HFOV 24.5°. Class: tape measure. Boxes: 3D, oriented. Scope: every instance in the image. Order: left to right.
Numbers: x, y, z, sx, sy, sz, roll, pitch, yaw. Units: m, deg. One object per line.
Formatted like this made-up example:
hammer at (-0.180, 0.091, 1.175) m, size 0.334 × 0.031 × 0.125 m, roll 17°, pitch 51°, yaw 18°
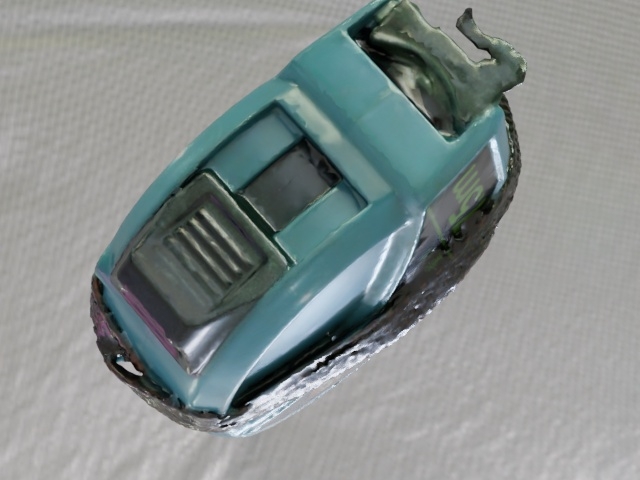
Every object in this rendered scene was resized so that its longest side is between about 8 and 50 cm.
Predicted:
tape measure at (0.000, 0.000, 0.450) m, size 0.146 × 0.125 × 0.081 m, roll -40°, pitch -104°, yaw -5°
